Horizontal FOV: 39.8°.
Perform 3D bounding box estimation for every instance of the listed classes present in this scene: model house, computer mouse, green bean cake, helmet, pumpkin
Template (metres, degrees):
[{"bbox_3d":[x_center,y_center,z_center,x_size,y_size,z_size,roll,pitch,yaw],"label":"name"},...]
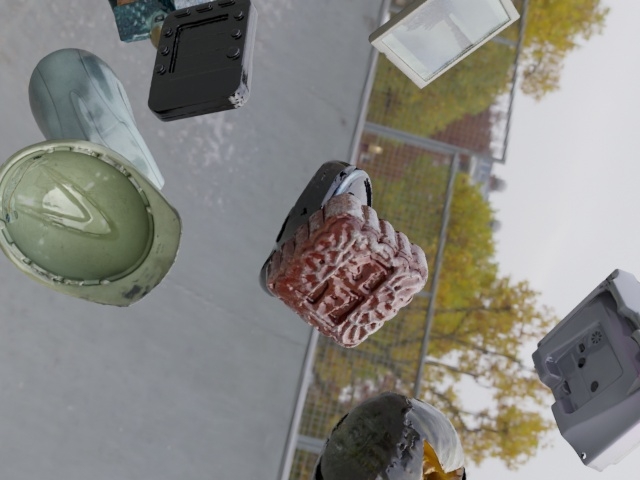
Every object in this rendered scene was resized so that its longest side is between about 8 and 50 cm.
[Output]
[{"bbox_3d":[-0.306,-0.478,1.718,0.184,0.253,0.291,76,2,-52],"label":"model house"},{"bbox_3d":[0.000,0.000,1.055,0.137,0.096,0.233,-62,-178,-26],"label":"computer mouse"},{"bbox_3d":[0.028,0.035,0.918,0.135,0.136,0.056,-46,-160,19],"label":"green bean cake"},{"bbox_3d":[-0.327,-0.028,1.235,0.204,0.258,0.137,-57,-166,-4],"label":"helmet"},{"bbox_3d":[0.115,0.417,1.540,0.320,0.192,0.320,-27,128,-42],"label":"pumpkin"},{"bbox_3d":[-0.452,-0.205,1.779,0.370,0.188,0.122,66,-6,-17],"label":"computer mouse"}]

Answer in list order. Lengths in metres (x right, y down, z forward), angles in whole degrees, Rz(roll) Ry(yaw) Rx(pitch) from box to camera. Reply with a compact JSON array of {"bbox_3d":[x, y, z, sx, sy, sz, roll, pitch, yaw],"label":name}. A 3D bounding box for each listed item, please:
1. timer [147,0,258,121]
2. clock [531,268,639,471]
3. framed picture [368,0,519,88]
[{"bbox_3d":[-0.159,-0.253,1.233,0.055,0.144,0.187,53,35,-53],"label":"timer"},{"bbox_3d":[0.407,0.178,1.252,0.186,0.083,0.253,-52,-153,29],"label":"clock"},{"bbox_3d":[0.209,-0.349,1.441,0.213,0.016,0.289,-35,164,15],"label":"framed picture"}]
